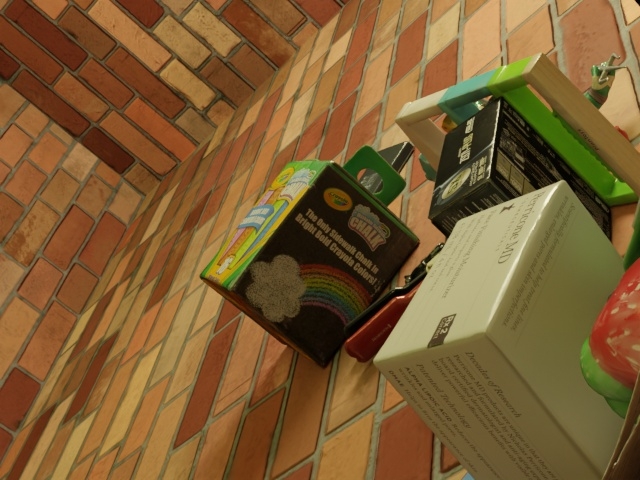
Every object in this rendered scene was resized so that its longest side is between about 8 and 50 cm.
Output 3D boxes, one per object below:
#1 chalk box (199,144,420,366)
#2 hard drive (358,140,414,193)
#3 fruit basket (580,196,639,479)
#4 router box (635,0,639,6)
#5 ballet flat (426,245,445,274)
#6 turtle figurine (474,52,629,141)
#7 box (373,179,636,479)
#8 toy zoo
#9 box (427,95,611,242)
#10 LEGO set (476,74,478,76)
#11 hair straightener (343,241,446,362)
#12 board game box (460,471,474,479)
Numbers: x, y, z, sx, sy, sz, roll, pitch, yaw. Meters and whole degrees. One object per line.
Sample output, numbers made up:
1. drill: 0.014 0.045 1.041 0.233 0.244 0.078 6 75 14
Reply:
1. chalk box: 0.000 0.000 1.390 0.289 0.180 0.179 -51 18 -10
2. hard drive: 0.093 -0.102 1.625 0.135 0.022 0.094 -57 19 -22
3. fruit basket: 0.235 0.009 0.593 0.165 0.327 0.353 31 55 29
4. router box: 0.459 -0.327 1.177 0.133 0.046 0.179 -45 19 9
5. ballet flat: 0.145 0.049 1.105 0.067 0.073 0.206 -1 41 25
6. turtle figurine: 0.254 -0.132 1.136 0.175 0.118 0.234 -11 -3 -13
7. box: 0.168 0.085 0.772 0.119 0.182 0.181 -23 23 46
8. toy zoo: 0.204 -0.097 1.080 0.030 0.192 0.293 -55 18 -20
9. box: 0.200 -0.026 0.963 0.078 0.180 0.147 -35 24 35
10. LEGO set: 0.248 -0.235 1.540 0.083 0.023 0.054 9 61 54
11. hair straightener: 0.114 0.050 1.224 0.230 0.047 0.089 -48 16 16
12. board game box: 0.146 0.271 0.741 0.145 0.027 0.281 -51 18 -3
